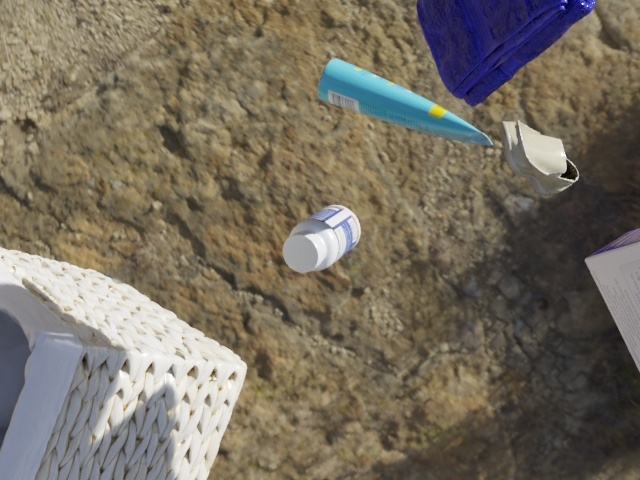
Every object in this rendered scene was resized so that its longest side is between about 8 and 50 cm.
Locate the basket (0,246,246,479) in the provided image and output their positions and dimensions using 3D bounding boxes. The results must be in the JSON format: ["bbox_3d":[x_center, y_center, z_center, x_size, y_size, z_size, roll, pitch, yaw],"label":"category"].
[{"bbox_3d":[-0.308,0.198,0.921,0.266,0.328,0.331,14,98,-46],"label":"basket"}]

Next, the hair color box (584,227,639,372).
[{"bbox_3d":[0.516,0.048,1.035,0.110,0.339,0.185,-26,89,-29],"label":"hair color box"}]

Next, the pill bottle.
[{"bbox_3d":[0.000,0.000,1.065,0.067,0.120,0.067,8,109,23],"label":"pill bottle"}]

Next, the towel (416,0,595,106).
[{"bbox_3d":[0.275,-0.378,1.338,0.076,0.308,0.227,-18,79,-32],"label":"towel"}]

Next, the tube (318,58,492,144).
[{"bbox_3d":[0.098,-0.152,0.965,0.052,0.207,0.080,-69,162,10],"label":"tube"}]

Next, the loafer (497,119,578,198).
[{"bbox_3d":[0.430,-0.170,1.644,0.092,0.101,0.268,-22,152,28],"label":"loafer"}]
